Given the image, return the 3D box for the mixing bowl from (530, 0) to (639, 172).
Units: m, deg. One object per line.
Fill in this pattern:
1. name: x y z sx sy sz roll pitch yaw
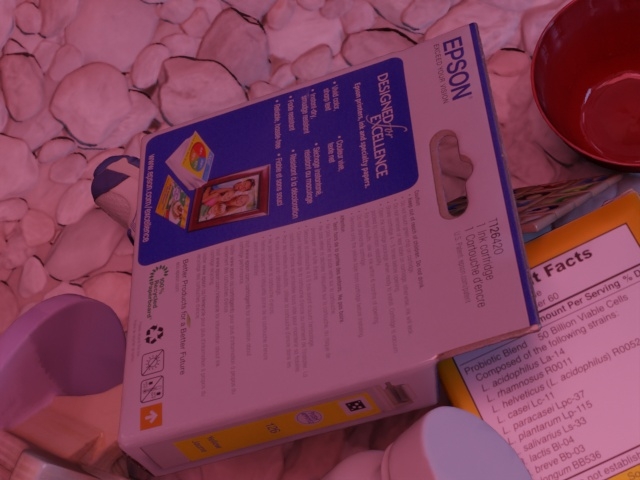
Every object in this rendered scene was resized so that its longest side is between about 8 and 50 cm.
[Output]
1. mixing bowl: 0.281 -0.129 0.973 0.181 0.098 0.181 -4 68 11

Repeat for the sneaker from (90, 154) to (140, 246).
1. sneaker: -0.124 0.034 1.001 0.296 0.112 0.131 35 82 23

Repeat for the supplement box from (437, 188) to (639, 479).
1. supplement box: 0.231 0.179 0.817 0.194 0.195 0.356 -25 67 3

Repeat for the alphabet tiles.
1. alphabet tiles: 0.112 -0.020 0.925 0.237 0.198 0.009 -7 100 35

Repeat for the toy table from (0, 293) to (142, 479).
1. toy table: -0.200 0.192 0.902 0.161 0.252 0.274 14 88 34

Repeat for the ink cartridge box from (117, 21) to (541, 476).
1. ink cartridge box: 0.000 0.000 0.826 0.307 0.072 0.303 -15 49 15

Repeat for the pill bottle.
1. pill bottle: 0.035 0.218 0.735 0.229 0.131 0.131 -47 63 28
